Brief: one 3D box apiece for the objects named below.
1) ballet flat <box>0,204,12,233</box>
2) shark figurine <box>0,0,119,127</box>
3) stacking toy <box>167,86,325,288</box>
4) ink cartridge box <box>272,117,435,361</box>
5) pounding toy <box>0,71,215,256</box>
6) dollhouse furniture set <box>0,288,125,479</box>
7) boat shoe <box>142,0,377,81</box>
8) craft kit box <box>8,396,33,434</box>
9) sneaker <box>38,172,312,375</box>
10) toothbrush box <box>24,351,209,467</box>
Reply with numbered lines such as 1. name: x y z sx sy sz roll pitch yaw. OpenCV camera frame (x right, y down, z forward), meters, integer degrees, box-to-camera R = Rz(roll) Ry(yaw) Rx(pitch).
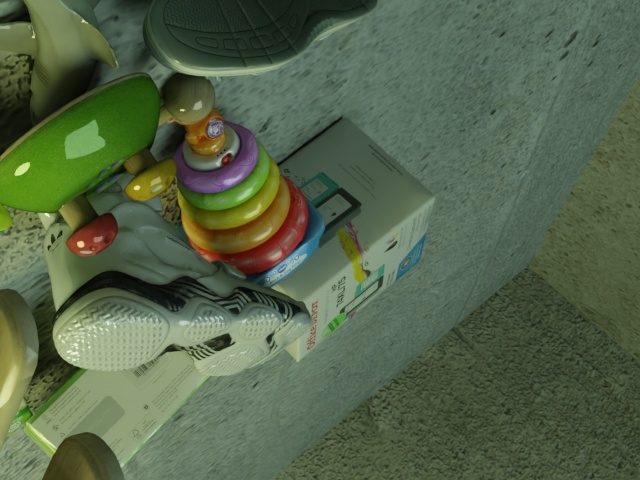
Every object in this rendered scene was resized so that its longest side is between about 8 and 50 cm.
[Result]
1. ballet flat: -0.353 -0.044 0.822 0.231 0.077 0.077 -2 119 -60
2. shark figurine: -0.222 -0.178 0.768 0.166 0.116 0.278 -47 162 -3
3. stacking toy: -0.118 -0.084 1.142 0.175 0.166 0.302 -37 144 -14
4. ink cartridge box: 0.000 0.000 1.415 0.270 0.197 0.198 -38 158 -21
5. pounding toy: -0.192 -0.066 0.899 0.183 0.110 0.237 -35 -179 29
6. dollhouse furniture set: -0.340 0.054 0.520 0.362 0.394 0.256 -6 137 -45
7. boat shoe: -0.065 -0.230 0.981 0.103 0.118 0.320 -27 -174 44
8. craft kit box: -0.464 0.227 1.096 0.250 0.061 0.247 -36 161 -26
9. sneaker: -0.162 0.034 1.074 0.137 0.210 0.365 -39 152 28
10. toothbrush box: -0.268 0.209 1.227 0.206 0.122 0.283 -45 -178 -21
